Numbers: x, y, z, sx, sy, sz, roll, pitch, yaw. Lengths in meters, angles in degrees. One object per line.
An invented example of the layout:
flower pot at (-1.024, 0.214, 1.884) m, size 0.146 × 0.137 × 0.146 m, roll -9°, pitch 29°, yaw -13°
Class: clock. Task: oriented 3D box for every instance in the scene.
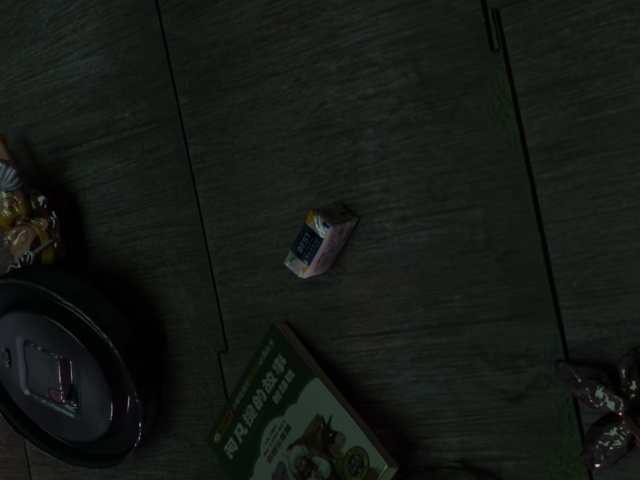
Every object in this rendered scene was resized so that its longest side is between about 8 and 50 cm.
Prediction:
clock at (-0.374, 0.184, 1.470) m, size 0.325 × 0.067 × 0.325 m, roll 15°, pitch 123°, yaw 24°

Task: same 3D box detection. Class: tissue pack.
tissue pack at (0.000, 0.000, 1.204) m, size 0.042 × 0.062 × 0.083 m, roll 40°, pitch 121°, yaw 21°

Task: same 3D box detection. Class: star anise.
star anise at (0.282, 0.196, 0.921) m, size 0.219 × 0.227 × 0.148 m, roll 26°, pitch 107°, yaw 21°

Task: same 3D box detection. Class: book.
book at (-0.032, 0.256, 1.235) m, size 0.264 × 0.027 × 0.202 m, roll 48°, pitch 117°, yaw 41°

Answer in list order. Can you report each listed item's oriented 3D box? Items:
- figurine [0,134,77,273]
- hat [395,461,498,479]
figurine at (-0.456, -0.047, 1.528) m, size 0.240 × 0.116 × 0.175 m, roll 53°, pitch 126°, yaw 10°
hat at (0.106, 0.338, 1.070) m, size 0.214 × 0.245 × 0.149 m, roll -27°, pitch 84°, yaw 19°
